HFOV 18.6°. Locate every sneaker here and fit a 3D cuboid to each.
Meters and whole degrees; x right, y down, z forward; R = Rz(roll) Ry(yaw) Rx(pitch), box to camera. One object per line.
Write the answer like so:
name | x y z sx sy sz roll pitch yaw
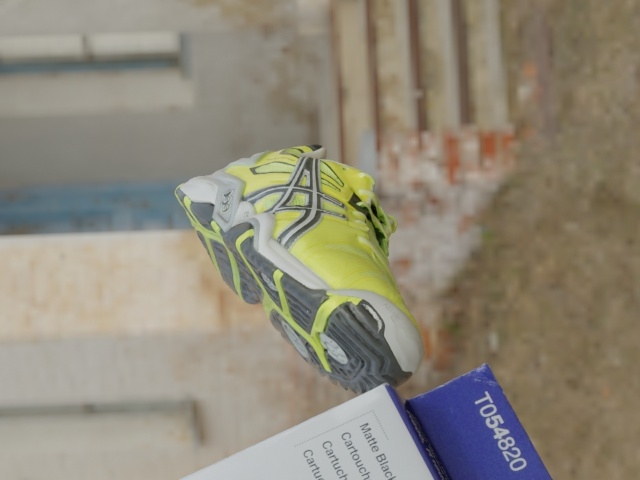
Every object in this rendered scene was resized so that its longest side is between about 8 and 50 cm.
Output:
sneaker | 0.000 0.000 1.645 0.385 0.147 0.145 43 163 58

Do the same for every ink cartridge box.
ink cartridge box | 0.038 0.190 0.998 0.223 0.224 0.045 61 170 24
